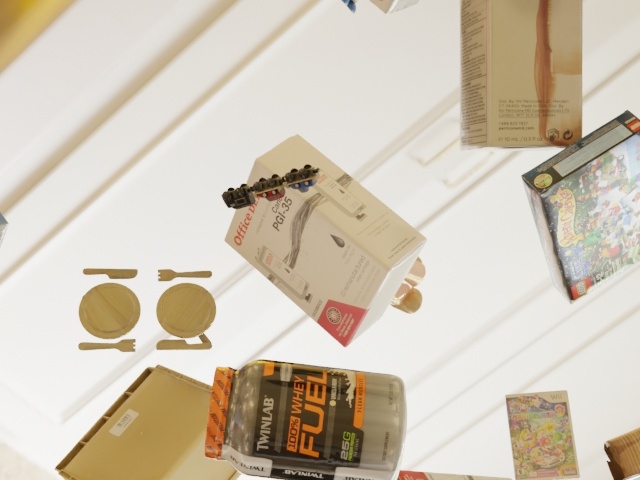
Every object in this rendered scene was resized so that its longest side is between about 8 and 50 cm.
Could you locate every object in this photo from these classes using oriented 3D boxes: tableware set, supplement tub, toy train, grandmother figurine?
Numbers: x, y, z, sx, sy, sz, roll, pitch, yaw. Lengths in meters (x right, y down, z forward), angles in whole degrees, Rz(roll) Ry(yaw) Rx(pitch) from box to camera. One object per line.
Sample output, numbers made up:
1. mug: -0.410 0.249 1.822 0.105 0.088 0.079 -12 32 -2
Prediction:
1. tableware set: -0.247 0.106 1.498 0.039 0.194 0.128 104 -15 -62
2. supplement tub: -0.015 0.181 1.036 0.190 0.117 0.117 6 24 -3
3. toy train: -0.069 -0.072 1.474 0.036 0.158 0.027 69 27 -13
4. grandmother figurine: 0.093 0.034 1.962 0.342 0.104 0.208 26 53 -58

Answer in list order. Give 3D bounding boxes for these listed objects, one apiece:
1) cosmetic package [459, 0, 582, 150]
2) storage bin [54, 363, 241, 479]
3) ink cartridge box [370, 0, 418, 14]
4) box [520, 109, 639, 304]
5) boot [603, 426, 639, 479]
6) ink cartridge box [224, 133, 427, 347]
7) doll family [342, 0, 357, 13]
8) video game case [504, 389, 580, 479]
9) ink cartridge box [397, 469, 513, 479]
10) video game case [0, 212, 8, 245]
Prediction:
1. cosmetic package: 0.262 -0.267 1.381 0.153 0.129 0.296 -149 -122 -82
2. storage bin: -0.277 0.365 1.783 0.260 0.262 0.123 12 -38 45
3. ink cartridge box: 0.066 -0.288 0.940 0.099 0.135 0.056 42 42 14
4. box: 0.358 -0.037 1.351 0.044 0.159 0.233 54 -5 45
5. boot: 0.551 0.380 1.478 0.109 0.220 0.283 84 -9 -63
6. ink cartridge box: 0.000 0.000 1.686 0.283 0.207 0.117 40 45 15
7. doll family: 0.044 -0.431 1.412 0.118 0.163 0.263 53 12 16
8. video game case: 0.304 0.269 1.439 0.011 0.087 0.122 75 10 -67
9. ink cartridge box: 0.269 0.530 1.918 0.272 0.114 0.197 11 22 -26
10. video game case: -0.626 -0.029 1.705 0.061 0.244 0.269 -16 56 -46
